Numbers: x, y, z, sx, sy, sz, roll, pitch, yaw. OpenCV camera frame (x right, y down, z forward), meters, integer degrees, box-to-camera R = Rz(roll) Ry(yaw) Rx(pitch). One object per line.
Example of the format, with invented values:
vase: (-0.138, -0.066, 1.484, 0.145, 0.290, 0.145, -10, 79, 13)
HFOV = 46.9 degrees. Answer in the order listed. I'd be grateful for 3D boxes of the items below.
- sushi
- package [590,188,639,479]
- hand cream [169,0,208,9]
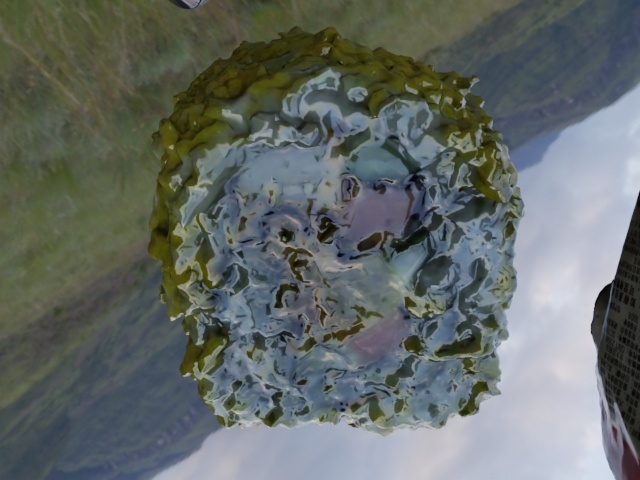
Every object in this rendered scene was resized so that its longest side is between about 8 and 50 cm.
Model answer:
sushi: (0.000, 0.000, 0.730, 0.351, 0.396, 0.240, -3, -149, -2)
package: (0.190, 0.022, 0.434, 0.154, 0.030, 0.239, -33, 130, -75)
hand cream: (-0.078, -0.256, 0.632, 0.054, 0.087, 0.186, -18, -153, 48)
